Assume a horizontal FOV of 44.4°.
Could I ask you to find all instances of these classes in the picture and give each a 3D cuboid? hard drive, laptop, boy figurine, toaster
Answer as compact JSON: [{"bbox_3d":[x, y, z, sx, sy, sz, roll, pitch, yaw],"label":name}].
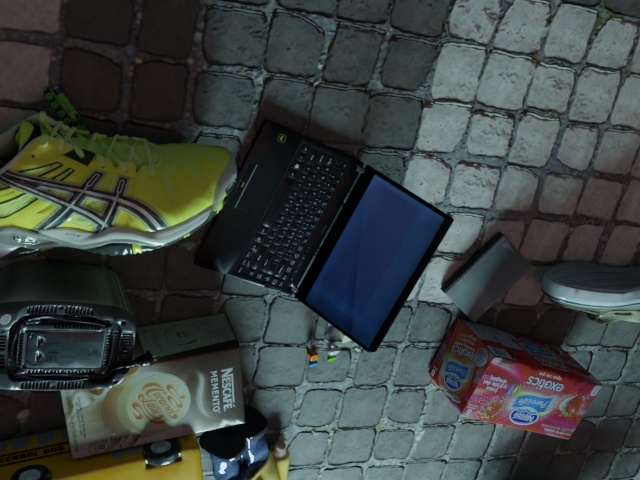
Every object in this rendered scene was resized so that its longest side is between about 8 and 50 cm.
[{"bbox_3d":[0.274,0.061,1.294,0.135,0.022,0.094,-45,122,5],"label":"hard drive"},{"bbox_3d":[0.000,0.000,1.091,0.265,0.136,0.234,21,106,-28],"label":"laptop"},{"bbox_3d":[-0.112,0.402,1.261,0.177,0.092,0.285,-37,129,-33],"label":"boy figurine"},{"bbox_3d":[-0.332,0.106,1.011,0.227,0.146,0.129,3,115,-21],"label":"toaster"}]

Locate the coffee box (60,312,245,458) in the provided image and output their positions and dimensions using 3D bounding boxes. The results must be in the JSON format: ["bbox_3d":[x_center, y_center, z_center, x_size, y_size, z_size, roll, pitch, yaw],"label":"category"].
[{"bbox_3d":[-0.241,0.204,1.124,0.247,0.098,0.141,-9,118,-17],"label":"coffee box"}]

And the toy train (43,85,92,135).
[{"bbox_3d":[-0.310,-0.155,0.966,0.024,0.017,0.083,-36,123,-12],"label":"toy train"}]

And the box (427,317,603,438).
[{"bbox_3d":[0.333,0.238,1.343,0.257,0.128,0.122,17,108,-28],"label":"box"}]

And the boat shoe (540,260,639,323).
[{"bbox_3d":[0.503,0.101,1.354,0.303,0.109,0.094,3,116,-25],"label":"boat shoe"}]

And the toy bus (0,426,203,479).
[{"bbox_3d":[-0.344,0.340,1.134,0.333,0.130,0.108,-9,117,-16],"label":"toy bus"}]

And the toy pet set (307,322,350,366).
[{"bbox_3d":[0.032,0.137,1.232,0.122,0.065,0.114,-16,155,-10],"label":"toy pet set"}]

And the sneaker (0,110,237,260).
[{"bbox_3d":[-0.286,-0.072,0.929,0.385,0.145,0.147,-11,133,-17],"label":"sneaker"}]
